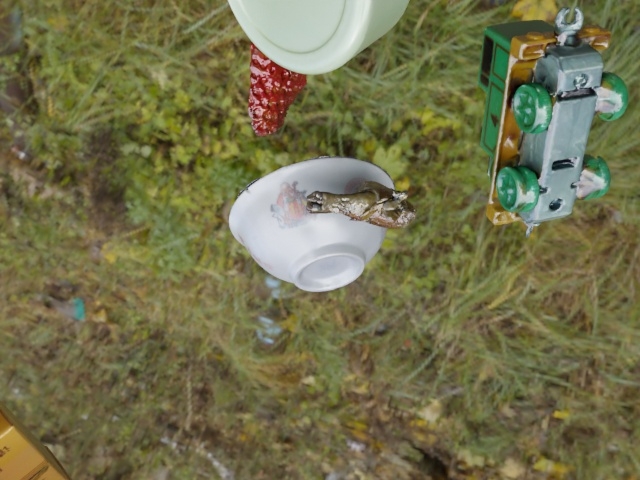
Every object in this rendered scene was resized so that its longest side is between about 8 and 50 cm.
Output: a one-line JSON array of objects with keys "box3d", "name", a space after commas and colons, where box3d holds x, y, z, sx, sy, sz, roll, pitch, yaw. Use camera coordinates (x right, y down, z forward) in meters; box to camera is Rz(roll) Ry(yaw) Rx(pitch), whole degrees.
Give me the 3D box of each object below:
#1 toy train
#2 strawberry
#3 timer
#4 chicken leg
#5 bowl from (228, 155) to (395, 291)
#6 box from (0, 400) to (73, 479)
[{"box3d": [0.369, -0.208, 1.438, 0.178, 0.249, 0.429, -11, 127, -16], "name": "toy train"}, {"box3d": [-0.082, -0.333, 1.759, 0.111, 0.236, 0.190, 1, 162, 9], "name": "strawberry"}, {"box3d": [0.059, -0.420, 1.178, 0.291, 0.315, 0.290, 30, 136, 34], "name": "timer"}, {"box3d": [0.075, -0.067, 1.485, 0.196, 0.080, 0.125, 8, -174, 5], "name": "chicken leg"}, {"box3d": [0.000, 0.000, 1.636, 0.346, 0.157, 0.345, -10, 150, -6], "name": "bowl"}, {"box3d": [-0.334, 0.244, 0.771, 0.076, 0.174, 0.274, 44, 158, 21], "name": "box"}]
